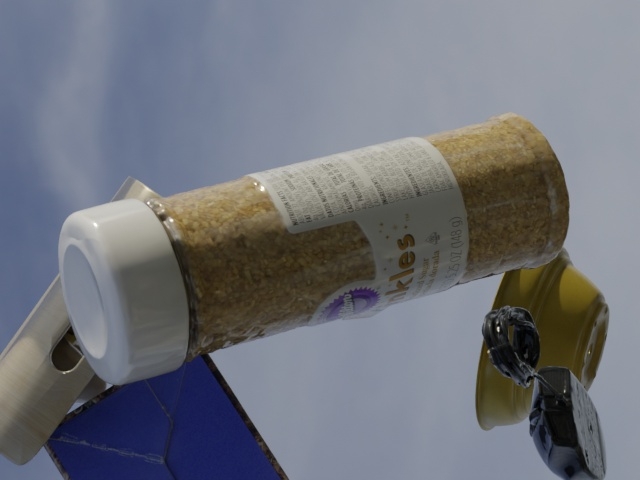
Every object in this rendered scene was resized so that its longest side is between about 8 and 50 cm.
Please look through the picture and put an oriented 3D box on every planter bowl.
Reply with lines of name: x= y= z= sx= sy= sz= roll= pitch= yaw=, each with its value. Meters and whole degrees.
planter bowl: x=0.235 y=0.099 z=1.764 sx=0.217 sy=0.090 sz=0.217 roll=15 pitch=-90 yaw=-69

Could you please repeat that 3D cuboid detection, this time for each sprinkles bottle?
sprinkles bottle: x=0.000 y=0.000 z=1.231 sx=0.355 sy=0.121 sz=0.121 roll=-15 pitch=-77 yaw=-24

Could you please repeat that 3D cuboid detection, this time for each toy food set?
toy food set: x=-0.178 y=0.063 z=1.406 sx=0.092 sy=0.306 sz=0.220 roll=36 pitch=-93 yaw=-8

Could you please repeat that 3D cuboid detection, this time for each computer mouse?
computer mouse: x=0.136 y=0.102 z=1.112 sx=0.242 sy=0.041 sz=0.071 roll=49 pitch=-147 yaw=-55

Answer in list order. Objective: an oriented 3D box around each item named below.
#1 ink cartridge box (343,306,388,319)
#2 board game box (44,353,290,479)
ink cartridge box: x=0.053 y=0.072 z=2.058 sx=0.048 sy=0.083 sz=0.028 roll=-3 pitch=-110 yaw=-38
board game box: x=-0.086 y=0.236 z=1.406 sx=0.232 sy=0.141 sz=0.291 roll=56 pitch=173 yaw=14
